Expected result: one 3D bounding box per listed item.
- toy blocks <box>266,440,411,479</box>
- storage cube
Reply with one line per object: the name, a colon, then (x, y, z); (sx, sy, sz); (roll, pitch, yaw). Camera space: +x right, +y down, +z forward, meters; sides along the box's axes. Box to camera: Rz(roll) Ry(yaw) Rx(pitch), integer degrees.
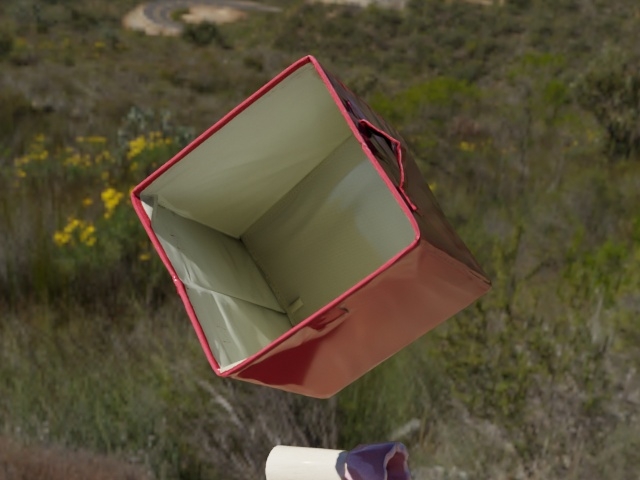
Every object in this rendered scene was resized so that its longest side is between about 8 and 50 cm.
toy blocks: (0.087, 0.367, 0.954); (0.260, 0.288, 0.309); (0, 55, 26)
storage cube: (0.000, 0.000, 0.906); (0.183, 0.215, 0.193); (60, 14, 24)
